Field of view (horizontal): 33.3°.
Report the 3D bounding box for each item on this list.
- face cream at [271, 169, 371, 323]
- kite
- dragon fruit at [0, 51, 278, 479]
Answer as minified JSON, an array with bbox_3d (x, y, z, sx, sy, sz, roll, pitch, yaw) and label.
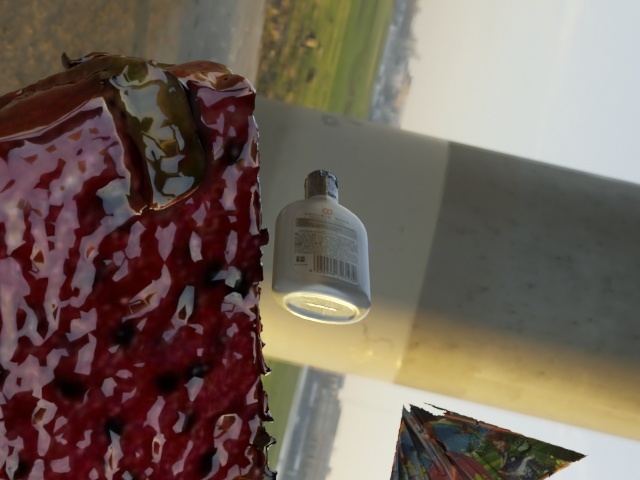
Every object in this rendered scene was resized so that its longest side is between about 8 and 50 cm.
[{"bbox_3d":[0.000,0.000,1.561,0.291,0.144,0.071,-92,-161,-50],"label":"face cream"},{"bbox_3d":[0.136,0.231,1.022,0.183,0.241,0.014,64,21,7],"label":"kite"},{"bbox_3d":[-0.154,0.055,0.506,0.330,0.240,0.302,-25,148,-31],"label":"dragon fruit"}]
